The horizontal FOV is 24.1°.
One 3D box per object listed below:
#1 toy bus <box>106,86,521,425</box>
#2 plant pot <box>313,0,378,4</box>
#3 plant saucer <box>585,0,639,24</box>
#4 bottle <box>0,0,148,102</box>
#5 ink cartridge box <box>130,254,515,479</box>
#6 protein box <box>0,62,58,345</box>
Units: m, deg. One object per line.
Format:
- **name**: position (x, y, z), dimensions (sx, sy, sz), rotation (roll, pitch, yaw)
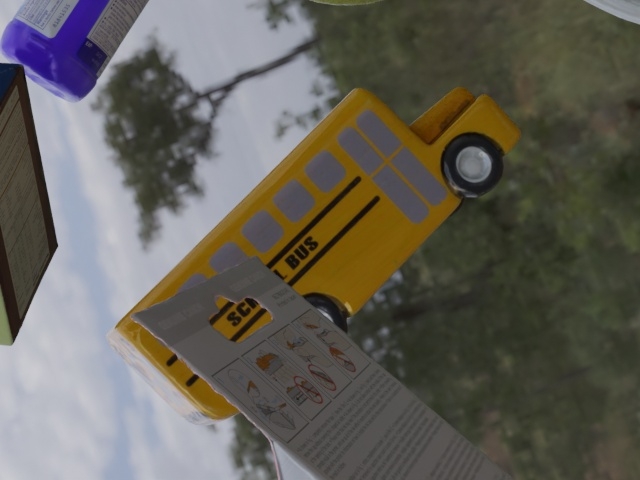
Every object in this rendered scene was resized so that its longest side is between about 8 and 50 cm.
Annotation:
- **toy bus**: position (0.000, 0.000, 1.151), dimensions (0.130, 0.333, 0.108), rotation (45, 164, -2)
- **plant pot**: position (0.033, -0.355, 1.069), dimensions (0.254, 0.276, 0.276), rotation (-44, 57, 44)
- **plant saucer**: position (0.285, -0.353, 1.135), dimensions (0.100, 0.400, 0.401), rotation (-44, -59, -39)
- **bottle**: position (-0.191, -0.269, 1.412), dimensions (0.092, 0.283, 0.118), rotation (32, 176, 4)
- **ink cartridge box**: position (0.016, 0.108, 0.682), dimensions (0.224, 0.056, 0.181), rotation (38, -166, 7)
- **protein box**: position (-0.349, -0.036, 1.272), dimensions (0.136, 0.199, 0.201), rotation (-76, -13, -49)
